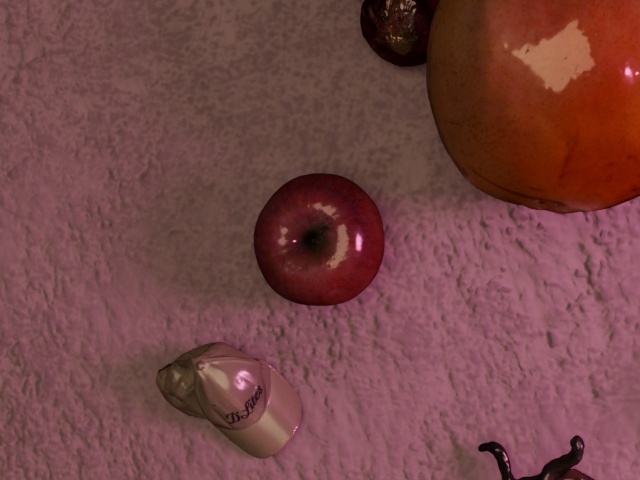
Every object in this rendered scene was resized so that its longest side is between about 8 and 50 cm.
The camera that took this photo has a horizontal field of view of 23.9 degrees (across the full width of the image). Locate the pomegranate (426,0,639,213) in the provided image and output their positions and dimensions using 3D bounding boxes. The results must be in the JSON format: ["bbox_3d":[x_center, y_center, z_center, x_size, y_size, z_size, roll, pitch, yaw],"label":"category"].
[{"bbox_3d":[0.260,-0.188,1.572,0.319,0.319,0.319,-1,86,15],"label":"pomegranate"}]

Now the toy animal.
[{"bbox_3d":[0.255,0.314,1.640,0.148,0.084,0.232,-27,83,13],"label":"toy animal"}]

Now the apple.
[{"bbox_3d":[0.000,0.000,1.711,0.153,0.120,0.153,0,89,20],"label":"apple"}]

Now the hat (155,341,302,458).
[{"bbox_3d":[-0.107,0.186,1.753,0.122,0.081,0.166,-44,87,11],"label":"hat"}]

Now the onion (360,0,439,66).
[{"bbox_3d":[0.097,-0.251,1.720,0.107,0.097,0.107,20,129,26],"label":"onion"}]
